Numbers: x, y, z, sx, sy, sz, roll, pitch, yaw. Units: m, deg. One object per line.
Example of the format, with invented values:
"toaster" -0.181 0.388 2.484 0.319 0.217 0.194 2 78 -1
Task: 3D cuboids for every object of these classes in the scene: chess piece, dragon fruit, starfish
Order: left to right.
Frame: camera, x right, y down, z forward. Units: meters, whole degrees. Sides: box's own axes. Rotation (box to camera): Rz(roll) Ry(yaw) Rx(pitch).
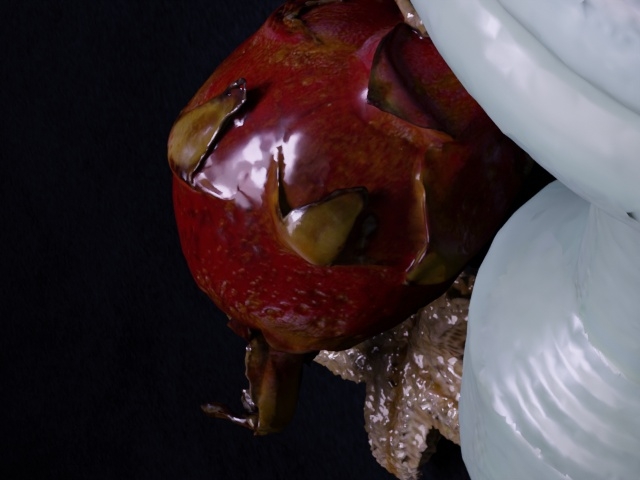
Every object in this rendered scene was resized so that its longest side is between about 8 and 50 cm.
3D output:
"dragon fruit" 0.000 0.000 0.752 0.125 0.125 0.246 23 140 2
"starfish" 0.034 0.056 0.833 0.210 0.053 0.150 53 155 34
"chess piece" 0.104 -0.019 0.484 0.195 0.194 0.299 59 162 27
